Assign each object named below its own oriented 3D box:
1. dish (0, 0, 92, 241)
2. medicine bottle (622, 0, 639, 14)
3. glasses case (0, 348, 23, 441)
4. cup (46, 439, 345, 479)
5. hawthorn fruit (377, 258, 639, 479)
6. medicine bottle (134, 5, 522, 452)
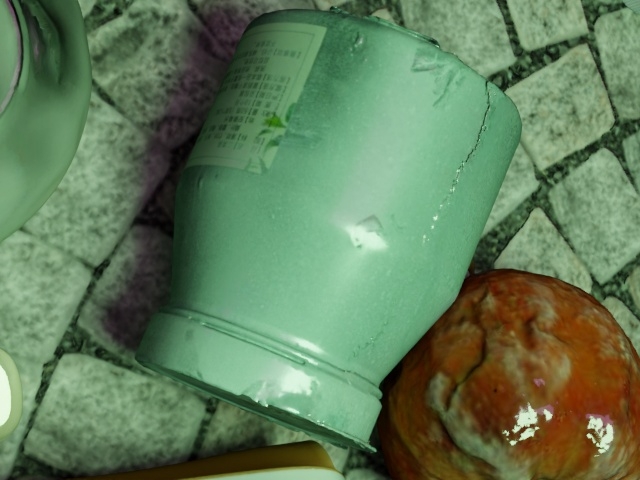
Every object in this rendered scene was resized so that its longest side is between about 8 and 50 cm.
[{"bbox_3d":[-0.313,-0.136,0.854,0.324,0.124,0.324,1,88,-25],"label":"dish"},{"bbox_3d":[0.396,-0.295,1.134,0.139,0.225,0.139,1,87,-24],"label":"medicine bottle"},{"bbox_3d":[-0.324,0.127,0.878,0.196,0.050,0.083,-6,88,-25],"label":"glasses case"},{"bbox_3d":[-0.097,0.238,0.898,0.263,0.226,0.182,1,52,-19],"label":"cup"},{"bbox_3d":[0.162,0.115,1.025,0.241,0.242,0.272,15,50,-24],"label":"hawthorn fruit"},{"bbox_3d":[0.000,0.000,0.927,0.245,0.245,0.290,27,76,-22],"label":"medicine bottle"}]
